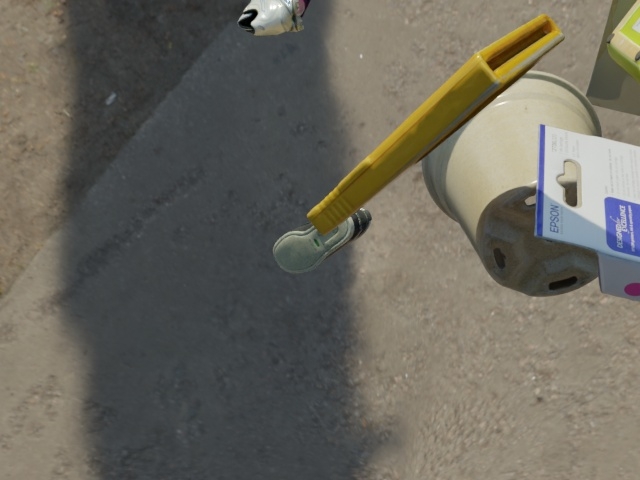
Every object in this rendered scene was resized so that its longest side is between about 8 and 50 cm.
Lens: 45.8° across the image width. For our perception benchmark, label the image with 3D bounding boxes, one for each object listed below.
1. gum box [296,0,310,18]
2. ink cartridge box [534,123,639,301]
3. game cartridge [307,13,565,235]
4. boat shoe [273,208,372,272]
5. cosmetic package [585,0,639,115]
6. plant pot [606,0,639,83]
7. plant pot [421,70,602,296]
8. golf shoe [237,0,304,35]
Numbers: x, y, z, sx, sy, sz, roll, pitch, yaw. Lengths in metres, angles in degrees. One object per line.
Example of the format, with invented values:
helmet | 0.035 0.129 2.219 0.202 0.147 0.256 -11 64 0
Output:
gum box | -0.037 -0.516 1.408 0.062 0.188 0.107 7 51 -27
ink cartridge box | 0.392 -0.004 0.766 0.371 0.069 0.175 15 48 1
game cartridge | 0.152 -0.154 1.004 0.052 0.324 0.285 51 39 0
boat shoe | 0.000 0.000 1.412 0.079 0.233 0.084 -25 87 -46
cosmetic package | 0.575 -0.398 1.362 0.113 0.309 0.160 18 55 16
plant pot | 0.571 -0.292 1.112 0.207 0.227 0.228 29 116 -11
plant pot | 0.354 -0.078 1.289 0.334 0.333 0.305 -6 32 5
golf shoe | -0.092 -0.355 1.157 0.086 0.069 0.176 -22 31 -9
